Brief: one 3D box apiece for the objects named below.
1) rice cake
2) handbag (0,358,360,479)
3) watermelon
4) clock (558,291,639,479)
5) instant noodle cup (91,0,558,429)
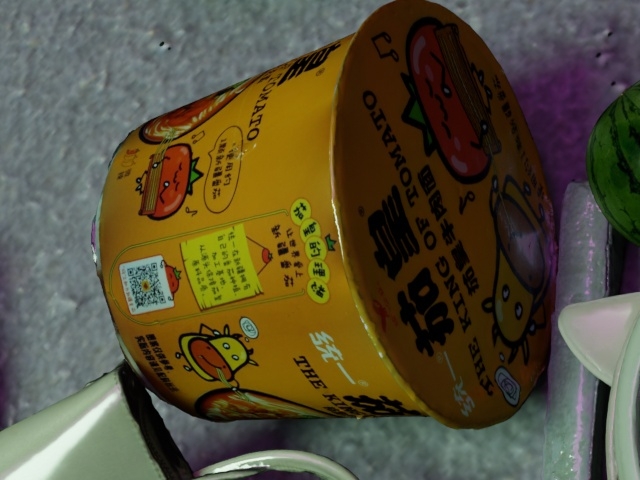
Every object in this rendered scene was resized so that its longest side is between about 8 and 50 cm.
[{"bbox_3d":[0.133,0.064,1.004,0.033,0.033,0.208,-3,65,25],"label":"rice cake"},{"bbox_3d":[-0.117,0.201,0.988,0.315,0.109,0.241,-25,90,17],"label":"handbag"},{"bbox_3d":[0.187,-0.037,0.987,0.109,0.109,0.109,-12,62,22],"label":"watermelon"},{"bbox_3d":[0.260,0.083,0.875,0.324,0.108,0.265,-5,69,28],"label":"clock"},{"bbox_3d":[0.000,0.000,1.008,0.172,0.216,0.216,-12,61,33],"label":"instant noodle cup"}]
